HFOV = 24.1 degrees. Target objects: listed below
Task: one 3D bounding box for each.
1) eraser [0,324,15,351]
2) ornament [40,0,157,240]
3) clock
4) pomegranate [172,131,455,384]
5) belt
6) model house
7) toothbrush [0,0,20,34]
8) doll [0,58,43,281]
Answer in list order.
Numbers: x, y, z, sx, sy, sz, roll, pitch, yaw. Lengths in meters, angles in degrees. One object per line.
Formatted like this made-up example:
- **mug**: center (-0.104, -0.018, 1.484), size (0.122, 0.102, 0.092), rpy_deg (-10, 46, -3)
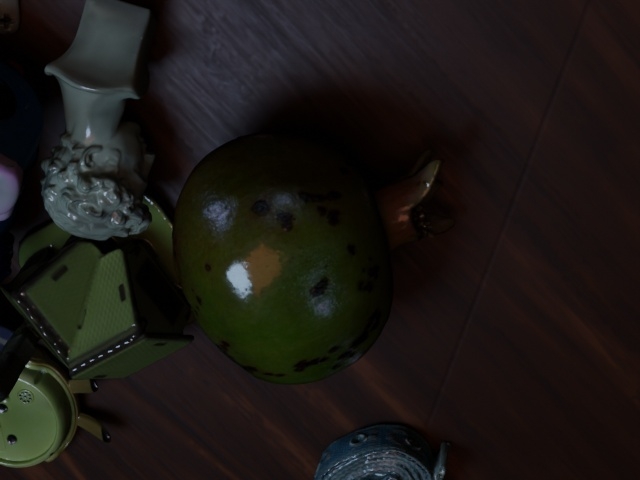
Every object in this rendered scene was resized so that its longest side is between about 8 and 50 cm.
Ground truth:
- **eraser**: center (-0.452, 0.099, 1.836), size (0.082, 0.225, 0.036), rpy_deg (10, 75, 36)
- **ornament**: center (-0.256, -0.141, 1.715), size (0.130, 0.120, 0.285), rpy_deg (3, 99, 7)
- **clock**: center (-0.386, 0.218, 1.944), size (0.232, 0.069, 0.170), rpy_deg (-4, 112, 11)
- **pomegranate**: center (-0.005, 0.023, 1.695), size (0.323, 0.291, 0.290), rpy_deg (2, 113, -1)
- **belt**: center (0.069, 0.310, 1.903), size (0.148, 0.082, 0.163), rpy_deg (23, 116, -5)
- **model house**: center (-0.273, 0.094, 1.762), size (0.218, 0.278, 0.205), rpy_deg (-29, 107, 21)
- **toothbrush**: center (-0.365, -0.420, 1.694), size (0.040, 0.040, 0.386), rpy_deg (6, 117, 7)
- **doll**: center (-0.450, -0.076, 1.723), size (0.284, 0.240, 0.310), rpy_deg (45, 128, 1)
